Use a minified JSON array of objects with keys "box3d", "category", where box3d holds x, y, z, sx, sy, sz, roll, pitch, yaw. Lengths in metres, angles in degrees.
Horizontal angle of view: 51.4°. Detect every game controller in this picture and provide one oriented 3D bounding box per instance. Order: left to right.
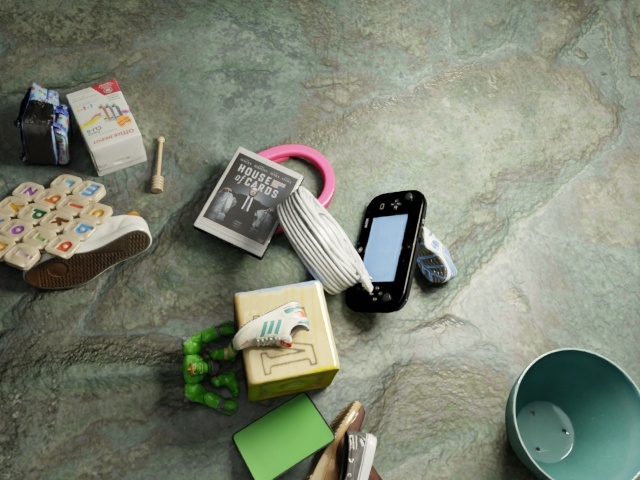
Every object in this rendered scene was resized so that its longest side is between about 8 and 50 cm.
[{"box3d":[0.156,0.024,1.581,0.167,0.067,0.319,0,62,31],"category":"game controller"}]

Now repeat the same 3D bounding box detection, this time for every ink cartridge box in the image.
[{"box3d":[-0.522,-0.274,1.630,0.128,0.127,0.176,-23,72,-17],"category":"ink cartridge box"}]

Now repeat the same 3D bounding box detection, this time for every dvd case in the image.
[{"box3d":[-0.169,-0.093,1.595,0.179,0.029,0.238,25,69,2],"category":"dvd case"}]

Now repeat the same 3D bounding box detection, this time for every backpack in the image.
[{"box3d":[-0.664,-0.288,1.612,0.117,0.158,0.173,3,54,-15],"category":"backpack"}]

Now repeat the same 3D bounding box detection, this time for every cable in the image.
[{"box3d":[0.000,0.000,1.514,0.089,0.257,0.257,-35,41,10],"category":"cable"}]

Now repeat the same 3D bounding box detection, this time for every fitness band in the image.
[{"box3d":[-0.103,-0.128,1.659,0.291,0.054,0.208,-25,72,-15],"category":"fitness band"}]

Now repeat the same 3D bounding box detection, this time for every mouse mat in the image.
[{"box3d":[-0.079,0.415,1.400,0.190,0.007,0.152,-30,42,-12],"category":"mouse mat"}]

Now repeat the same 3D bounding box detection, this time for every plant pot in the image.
[{"box3d":[0.518,0.397,1.424,0.291,0.195,0.290,3,66,-6],"category":"plant pot"}]

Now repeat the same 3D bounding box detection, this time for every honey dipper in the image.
[{"box3d":[-0.405,-0.194,1.664,0.031,0.030,0.160,0,64,-7],"category":"honey dipper"}]

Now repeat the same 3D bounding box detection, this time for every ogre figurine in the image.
[{"box3d":[-0.241,0.279,1.443,0.118,0.097,0.196,-1,100,-19],"category":"ogre figurine"}]

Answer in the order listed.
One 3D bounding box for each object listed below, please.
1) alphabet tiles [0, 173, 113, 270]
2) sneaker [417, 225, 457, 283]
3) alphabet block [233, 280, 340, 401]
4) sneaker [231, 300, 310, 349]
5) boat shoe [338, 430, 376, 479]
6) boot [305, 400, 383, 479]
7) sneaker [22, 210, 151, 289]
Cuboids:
[{"box3d":[-0.629,-0.048,1.521,0.278,0.021,0.284,15,48,21],"category":"alphabet tiles"},{"box3d":[0.259,0.021,1.635,0.081,0.080,0.211,6,47,-47],"category":"sneaker"},{"box3d":[-0.079,0.220,1.435,0.194,0.192,0.197,-9,67,-9],"category":"alphabet block"},{"box3d":[-0.095,0.185,1.313,0.161,0.057,0.075,-27,66,-20],"category":"sneaker"},{"box3d":[0.048,0.486,1.309,0.076,0.080,0.228,19,68,-2],"category":"boat shoe"},{"box3d":[0.090,0.492,1.408,0.207,0.090,0.248,33,65,-5],"category":"boot"},{"box3d":[-0.537,0.018,1.533,0.290,0.105,0.123,-21,42,-11],"category":"sneaker"}]
